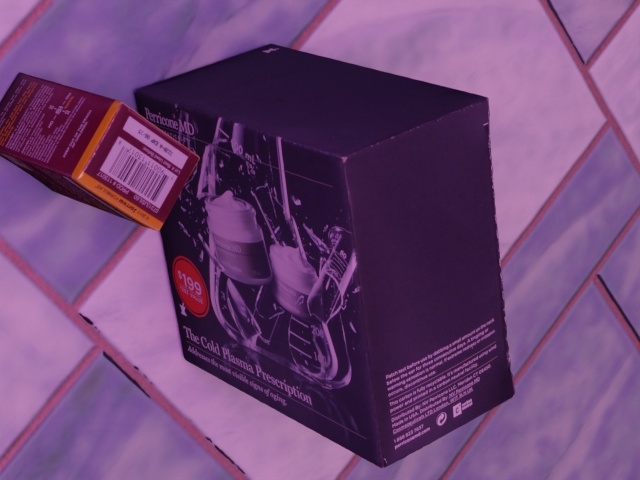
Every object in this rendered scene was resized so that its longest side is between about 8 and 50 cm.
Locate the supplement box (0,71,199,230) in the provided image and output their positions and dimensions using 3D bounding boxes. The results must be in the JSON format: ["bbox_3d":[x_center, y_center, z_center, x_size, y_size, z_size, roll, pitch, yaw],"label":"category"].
[{"bbox_3d":[-0.213,-0.083,1.355,0.104,0.188,0.081,36,79,-41],"label":"supplement box"}]

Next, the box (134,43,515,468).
[{"bbox_3d":[0.000,0.000,1.458,0.179,0.343,0.312,-23,117,-32],"label":"box"}]
